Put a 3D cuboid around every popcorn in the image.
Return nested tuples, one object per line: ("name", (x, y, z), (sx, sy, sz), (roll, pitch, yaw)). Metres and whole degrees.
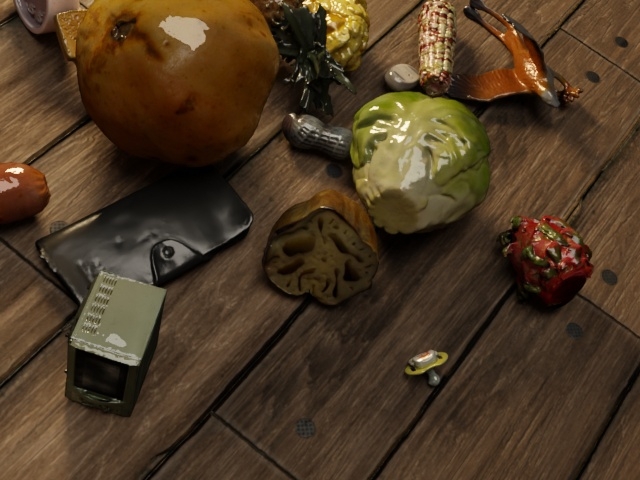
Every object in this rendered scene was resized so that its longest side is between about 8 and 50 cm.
("popcorn", (0.037, -0.454, 2.095), (0.163, 0.140, 0.194), (-23, 56, -18))

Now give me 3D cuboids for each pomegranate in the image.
("pomegranate", (-0.256, -0.321, 1.811), (0.410, 0.410, 0.410), (7, 57, -11))

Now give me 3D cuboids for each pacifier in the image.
("pacifier", (0.195, 0.233, 1.752), (0.083, 0.068, 0.064), (-23, 100, -8))

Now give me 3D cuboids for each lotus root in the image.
("lotus root", (0.001, 0.001, 1.795), (0.188, 0.199, 0.180), (53, 17, -23))

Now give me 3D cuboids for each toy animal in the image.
("toy animal", (0.449, -0.406, 2.207), (0.302, 0.225, 0.284), (31, 34, -10))

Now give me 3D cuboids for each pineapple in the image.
("pineapple", (-0.054, -0.425, 1.974), (0.165, 0.165, 0.364), (-27, 73, -28))

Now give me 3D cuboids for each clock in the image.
("clock", (-0.556, -0.516, 1.935), (0.068, 0.197, 0.197), (-19, 64, -34))

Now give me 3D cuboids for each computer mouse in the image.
("computer mouse", (0.177, -0.352, 2.121), (0.066, 0.039, 0.096), (44, 40, 13))

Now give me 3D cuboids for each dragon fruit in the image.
("dragon fruit", (0.432, 0.033, 1.888), (0.166, 0.160, 0.172), (-36, 51, 6))

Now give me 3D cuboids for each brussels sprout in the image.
("brussels sprout", (0.197, -0.151, 1.871), (0.274, 0.242, 0.316), (7, 50, -16))

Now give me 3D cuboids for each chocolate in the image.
("chocolate", (0.000, -0.210, 1.963), (0.167, 0.072, 0.072), (17, 55, -7))

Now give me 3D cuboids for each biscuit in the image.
("biscuit", (-0.427, -0.375, 1.925), (0.238, 0.041, 0.212), (33, 66, -24))

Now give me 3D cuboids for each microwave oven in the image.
("microwave oven", (-0.335, 0.166, 1.550), (0.129, 0.205, 0.163), (17, 54, -5))

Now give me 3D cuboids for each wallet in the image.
("wallet", (-0.314, -0.007, 1.762), (0.377, 0.051, 0.197), (-30, 68, -27))

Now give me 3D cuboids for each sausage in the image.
("sausage", (-0.605, -0.071, 1.689), (0.259, 0.113, 0.113), (-17, 64, -23))

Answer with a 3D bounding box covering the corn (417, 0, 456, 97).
("corn", (0.256, -0.432, 2.155), (0.092, 0.092, 0.280), (14, 52, -6))
